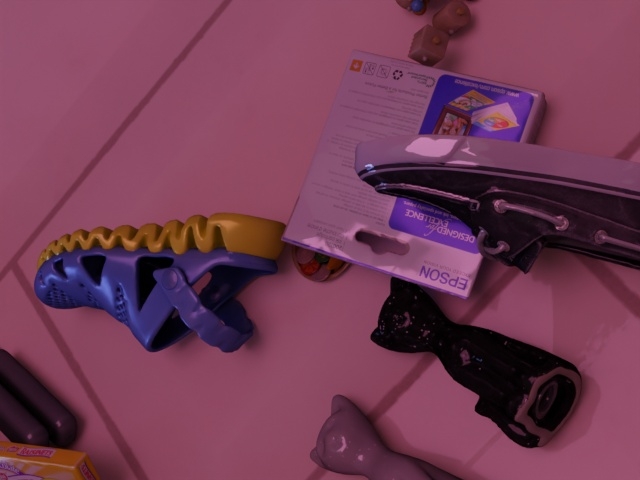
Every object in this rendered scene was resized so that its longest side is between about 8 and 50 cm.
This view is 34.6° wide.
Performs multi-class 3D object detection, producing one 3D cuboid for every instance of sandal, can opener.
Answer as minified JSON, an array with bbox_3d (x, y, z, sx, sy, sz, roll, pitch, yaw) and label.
[{"bbox_3d":[-0.181,0.054,1.097,0.317,0.126,0.138,-7,77,32],"label":"sandal"},{"bbox_3d":[-0.392,0.175,1.232,0.280,0.074,0.093,28,126,36],"label":"can opener"}]

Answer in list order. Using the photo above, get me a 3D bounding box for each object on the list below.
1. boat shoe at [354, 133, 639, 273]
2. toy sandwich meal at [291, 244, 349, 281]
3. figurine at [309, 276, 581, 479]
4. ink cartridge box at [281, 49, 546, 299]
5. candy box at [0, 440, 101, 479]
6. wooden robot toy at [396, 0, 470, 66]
[{"bbox_3d":[0.171,-0.024,0.876,0.301,0.108,0.102,10,86,8],"label":"boat shoe"},{"bbox_3d":[0.000,0.000,1.050,0.085,0.029,0.085,-9,72,30],"label":"toy sandwich meal"},{"bbox_3d":[0.093,0.159,0.924,0.209,0.092,0.215,31,95,42],"label":"figurine"},{"bbox_3d":[0.088,-0.065,0.991,0.206,0.045,0.208,18,84,26],"label":"ink cartridge box"},{"bbox_3d":[-0.319,0.270,1.136,0.206,0.027,0.105,-1,120,32],"label":"candy box"},{"bbox_3d":[0.110,-0.250,1.046,0.079,0.076,0.173,150,124,-62],"label":"wooden robot toy"}]
